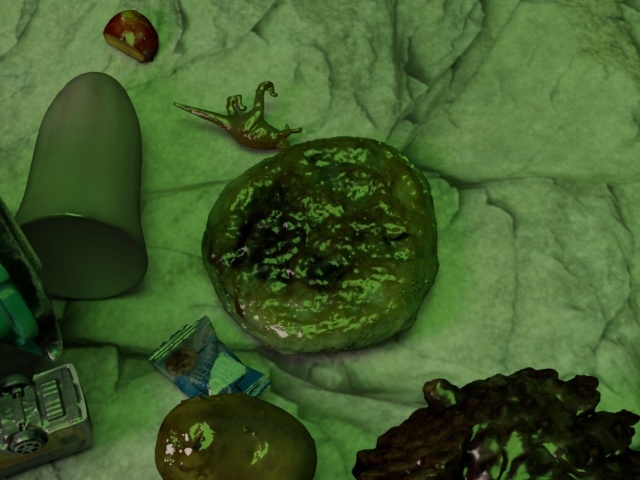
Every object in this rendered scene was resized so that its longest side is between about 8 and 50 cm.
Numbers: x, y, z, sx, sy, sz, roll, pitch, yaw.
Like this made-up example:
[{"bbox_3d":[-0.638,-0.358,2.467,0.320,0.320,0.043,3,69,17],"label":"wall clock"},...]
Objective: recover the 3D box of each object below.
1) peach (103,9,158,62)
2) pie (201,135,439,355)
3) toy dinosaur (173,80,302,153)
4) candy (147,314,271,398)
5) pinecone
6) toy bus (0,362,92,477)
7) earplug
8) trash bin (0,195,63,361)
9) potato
[{"bbox_3d":[-0.271,-0.292,1.576,0.077,0.050,0.083,-10,63,-3],"label":"peach"},{"bbox_3d":[0.000,0.000,1.379,0.323,0.070,0.323,-1,59,2],"label":"pie"},{"bbox_3d":[-0.106,-0.146,1.487,0.162,0.039,0.126,-13,69,-6],"label":"toy dinosaur"},{"bbox_3d":[-0.132,0.153,1.310,0.088,0.038,0.136,-43,64,-8],"label":"candy"},{"bbox_3d":[0.197,0.263,1.114,0.298,0.242,0.296,-34,69,-31],"label":"pinecone"},{"bbox_3d":[-0.386,0.226,1.232,0.268,0.106,0.092,-19,60,-7],"label":"toy bus"},{"bbox_3d":[-0.293,-0.096,1.400,0.172,0.172,0.301,-2,53,1],"label":"earplug"},{"bbox_3d":[-0.500,0.082,1.154,0.381,0.295,0.259,-37,23,-27],"label":"trash bin"},{"bbox_3d":[-0.095,0.235,1.211,0.176,0.137,0.137,24,60,-9],"label":"potato"}]
